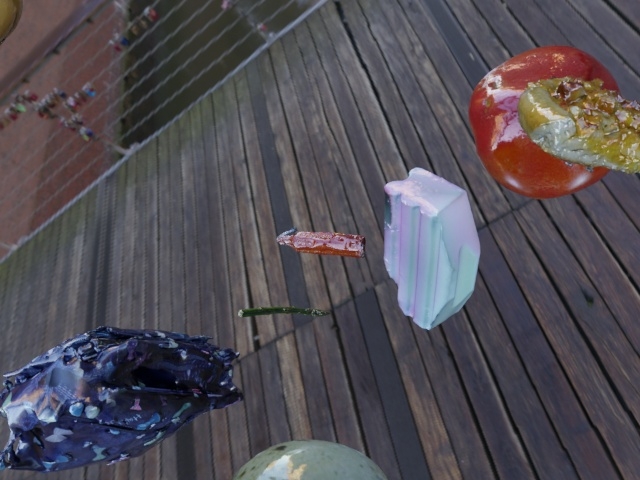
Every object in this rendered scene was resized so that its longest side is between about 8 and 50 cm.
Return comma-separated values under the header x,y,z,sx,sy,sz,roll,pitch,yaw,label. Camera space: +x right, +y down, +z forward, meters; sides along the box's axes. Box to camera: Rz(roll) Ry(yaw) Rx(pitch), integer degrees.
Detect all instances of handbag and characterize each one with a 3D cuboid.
x,y,z,sx,sy,sz,roll,pitch,yaw,label
-0.196,0.159,0.594,0.161,0.260,0.113,-29,65,18,handbag

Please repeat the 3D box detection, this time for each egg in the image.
x,y,z,sx,sy,sz,roll,pitch,yaw,label
-0.031,0.650,1.347,0.345,0.427,0.346,177,90,-72,egg

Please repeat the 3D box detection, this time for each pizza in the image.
x,y,z,sx,sy,sz,roll,pitch,yaw,label
0.384,-0.160,0.773,0.226,0.335,0.086,30,120,22,pizza

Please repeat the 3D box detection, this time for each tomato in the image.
x,y,z,sx,sy,sz,roll,pitch,yaw,label
0.494,-0.257,1.253,0.289,0.293,0.325,-9,32,48,tomato

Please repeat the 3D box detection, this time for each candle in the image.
x,y,z,sx,sy,sz,roll,pitch,yaw,label
0.000,0.000,0.982,0.162,0.053,0.048,5,71,16,candle

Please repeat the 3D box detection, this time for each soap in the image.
x,y,z,sx,sy,sz,roll,pitch,yaw,label
0.231,0.033,1.201,0.109,0.324,0.192,-29,45,-27,soap

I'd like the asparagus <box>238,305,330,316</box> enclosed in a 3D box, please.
x,y,z,sx,sy,sz,roll,pitch,yaw,label
-0.052,0.107,0.859,0.016,0.162,0.016,-33,61,43,asparagus

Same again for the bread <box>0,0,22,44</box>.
x,y,z,sx,sy,sz,roll,pitch,yaw,label
-0.338,-0.191,0.507,0.189,0.077,0.114,-7,62,22,bread
